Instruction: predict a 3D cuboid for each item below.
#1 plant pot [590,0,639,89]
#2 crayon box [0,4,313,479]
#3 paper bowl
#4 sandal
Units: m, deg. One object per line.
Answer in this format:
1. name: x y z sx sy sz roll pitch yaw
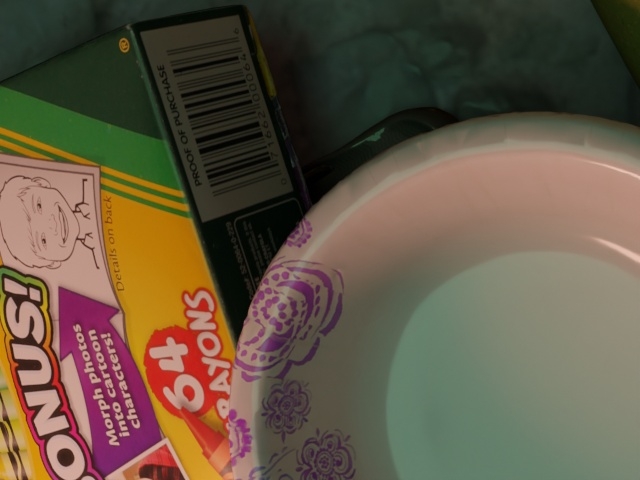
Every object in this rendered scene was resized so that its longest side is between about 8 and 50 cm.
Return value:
1. plant pot: 0.206 -0.193 0.589 0.275 0.275 0.293 -4 116 24
2. crayon box: -0.130 0.076 0.813 0.313 0.106 0.363 -15 95 40
3. paper bowl: 0.109 0.085 0.631 0.284 0.148 0.284 0 90 18
4. sandal: 0.000 0.000 0.804 0.219 0.060 0.090 -35 87 24
